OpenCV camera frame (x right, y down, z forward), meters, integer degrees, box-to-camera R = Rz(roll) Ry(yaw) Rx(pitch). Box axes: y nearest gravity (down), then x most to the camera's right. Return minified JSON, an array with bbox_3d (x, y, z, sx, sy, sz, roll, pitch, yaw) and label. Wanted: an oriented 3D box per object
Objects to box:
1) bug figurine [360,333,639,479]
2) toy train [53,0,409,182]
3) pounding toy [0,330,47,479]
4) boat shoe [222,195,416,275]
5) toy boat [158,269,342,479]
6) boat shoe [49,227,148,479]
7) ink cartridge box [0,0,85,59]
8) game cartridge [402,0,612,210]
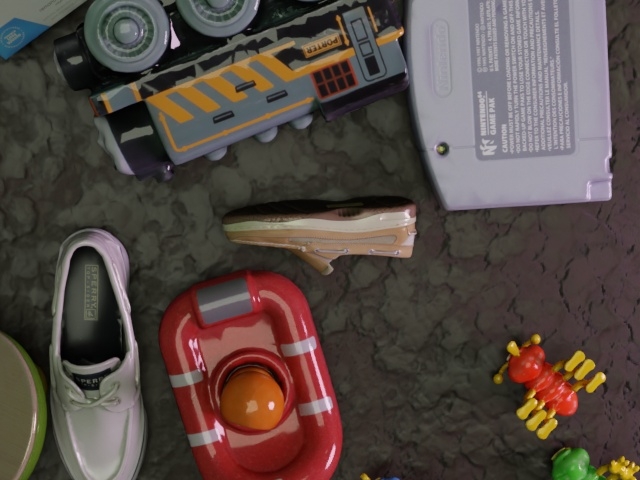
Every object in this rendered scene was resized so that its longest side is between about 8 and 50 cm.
[{"bbox_3d":[0.183,0.239,1.337,0.279,0.072,0.216,-42,101,-3],"label":"bug figurine"},{"bbox_3d":[-0.074,-0.181,1.264,0.334,0.142,0.190,-22,105,0],"label":"toy train"},{"bbox_3d":[-0.329,0.153,1.305,0.183,0.110,0.237,-39,67,14],"label":"pounding toy"},{"bbox_3d":[0.000,0.000,1.315,0.190,0.068,0.072,-2,107,-2],"label":"boat shoe"},{"bbox_3d":[-0.064,0.148,1.278,0.151,0.151,0.231,-17,95,-1],"label":"toy boat"},{"bbox_3d":[-0.215,0.123,1.301,0.096,0.088,0.267,2,95,-2],"label":"boat shoe"},{"bbox_3d":[-0.304,-0.260,1.224,0.104,0.180,0.060,-36,52,2],"label":"ink cartridge box"},{"bbox_3d":[0.178,-0.179,1.311,0.196,0.060,0.294,-4,95,-6],"label":"game cartridge"}]
